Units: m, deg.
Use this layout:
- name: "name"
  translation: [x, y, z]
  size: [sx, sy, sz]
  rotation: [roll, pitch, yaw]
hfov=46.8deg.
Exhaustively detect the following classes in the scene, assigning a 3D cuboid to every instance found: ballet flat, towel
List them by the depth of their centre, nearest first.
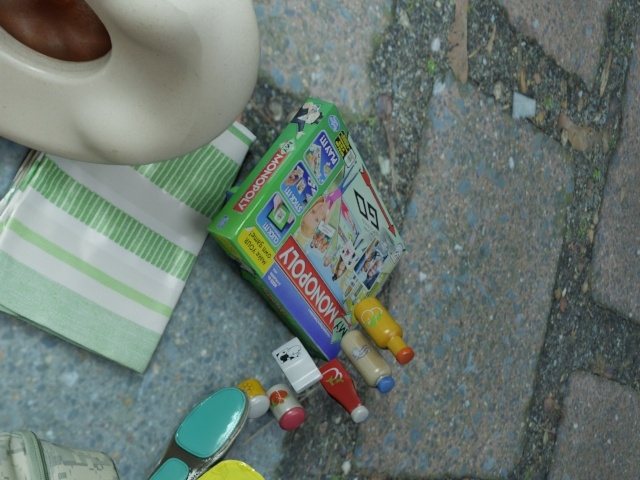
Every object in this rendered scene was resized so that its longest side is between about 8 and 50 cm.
- name: "towel"
  translation: [-0.216, -0.042, 0.823]
  size: [0.248, 0.038, 0.325]
  rotation: [37, 70, -42]
- name: "ballet flat"
  translation: [-0.161, 0.275, 0.913]
  size: [0.213, 0.072, 0.068]
  rotation: [-51, 155, -26]

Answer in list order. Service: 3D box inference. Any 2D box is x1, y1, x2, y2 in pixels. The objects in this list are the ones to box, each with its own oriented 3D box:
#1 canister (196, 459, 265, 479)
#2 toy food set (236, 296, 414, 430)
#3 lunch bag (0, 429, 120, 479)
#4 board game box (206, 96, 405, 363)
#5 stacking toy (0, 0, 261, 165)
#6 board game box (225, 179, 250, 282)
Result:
- name: "canister"
  translation: [-0.136, 0.362, 0.880]
  size: [0.126, 0.073, 0.170]
  rotation: [-28, 143, -55]
- name: "toy food set"
  translation: [0.011, 0.189, 0.978]
  size: [0.232, 0.104, 0.111]
  rotation: [-31, 137, -10]
- name: "lunch bag"
  translation: [-0.330, 0.293, 0.569]
  size: [0.305, 0.212, 0.256]
  rotation: [-41, 135, 14]
- name: "board game box"
  translation: [0.000, 0.000, 0.981]
  size: [0.213, 0.046, 0.317]
  rotation: [-56, 142, -19]
- name: "stacking toy"
  translation: [-0.185, -0.342, 0.692]
  size: [0.350, 0.350, 0.480]
  rotation: [42, 47, -39]
- name: "board game box"
  translation: [-0.033, -0.047, 0.984]
  size: [0.201, 0.035, 0.136]
  rotation: [-37, 133, -36]
